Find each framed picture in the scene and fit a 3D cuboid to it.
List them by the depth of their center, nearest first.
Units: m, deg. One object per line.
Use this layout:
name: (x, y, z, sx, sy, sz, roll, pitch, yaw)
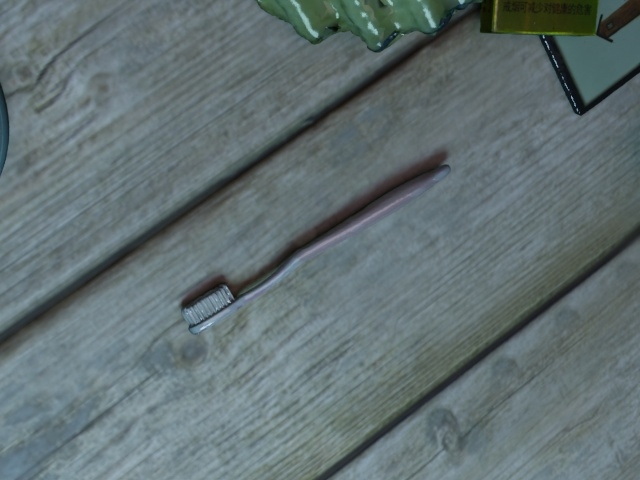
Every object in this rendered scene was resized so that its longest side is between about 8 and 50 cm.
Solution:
framed picture: (0.343, -0.320, 0.892, 0.323, 0.013, 0.244, -37, 112, -9)

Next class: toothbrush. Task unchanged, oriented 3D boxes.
toothbrush: (0.000, 0.000, 0.835, 0.307, 0.025, 0.030, -31, 104, -11)

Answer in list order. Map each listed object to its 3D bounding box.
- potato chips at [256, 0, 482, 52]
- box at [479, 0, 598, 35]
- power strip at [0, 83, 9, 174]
potato chips: (0.033, -0.373, 0.675, 0.358, 0.070, 0.429, -25, 110, 12)
box: (0.220, -0.299, 0.828, 0.121, 0.030, 0.193, -3, 103, -20)
power strip: (-0.332, -0.087, 0.672, 0.167, 0.054, 0.254, -19, 108, -15)
